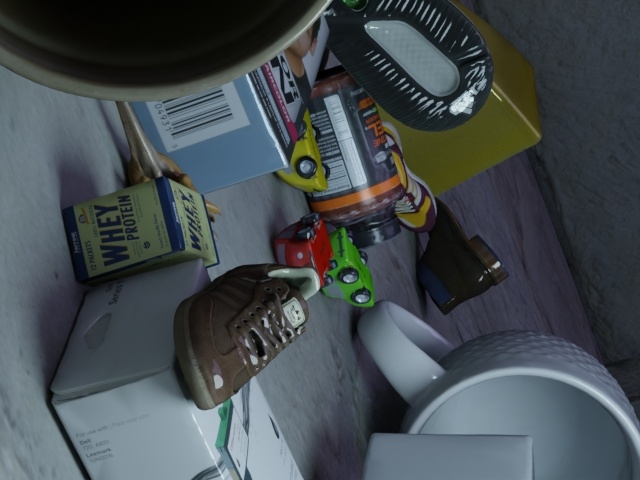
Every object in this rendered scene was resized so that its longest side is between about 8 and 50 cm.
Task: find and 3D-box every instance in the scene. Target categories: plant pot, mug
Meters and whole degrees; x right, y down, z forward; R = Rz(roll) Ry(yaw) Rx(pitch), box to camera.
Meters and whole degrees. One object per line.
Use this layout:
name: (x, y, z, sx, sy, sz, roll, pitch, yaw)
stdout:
plant pot: (0.168, -0.214, 2.651, 0.187, 0.212, 0.212, 53, 22, -27)
plant pot: (-0.139, -0.282, 1.303, 0.280, 0.323, 0.323, -120, -172, -71)
mug: (0.190, 0.204, 2.144, 0.374, 0.276, 0.328, 41, 11, -3)

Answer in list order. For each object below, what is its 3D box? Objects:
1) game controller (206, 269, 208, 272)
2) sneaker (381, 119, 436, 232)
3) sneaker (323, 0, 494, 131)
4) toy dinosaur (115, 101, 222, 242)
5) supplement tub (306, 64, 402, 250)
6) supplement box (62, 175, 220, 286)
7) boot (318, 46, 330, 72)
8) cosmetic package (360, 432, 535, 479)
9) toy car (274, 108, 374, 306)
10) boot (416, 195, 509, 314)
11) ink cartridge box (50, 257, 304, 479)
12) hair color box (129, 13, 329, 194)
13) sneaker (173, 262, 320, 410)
game controller: (-0.067, 0.157, 1.535, 0.166, 0.067, 0.319, -113, 180, -61)
sneaker: (0.094, -0.064, 2.449, 0.185, 0.069, 0.084, 57, 29, -33)
sneaker: (0.002, -0.301, 2.034, 0.447, 0.169, 0.257, 49, 6, -5)
toy dinosaur: (-0.136, -0.056, 1.516, 0.112, 0.064, 0.211, 51, -13, 48)
supplement tub: (0.027, -0.090, 2.092, 0.106, 0.106, 0.198, -55, 128, -74)
supplement box: (-0.130, -0.003, 1.378, 0.083, 0.083, 0.056, 26, 47, -71)
boot: (-0.031, -0.301, 2.187, 0.165, 0.077, 0.213, -67, 140, -66)
cosmetic package: (0.105, 0.364, 1.625, 0.453, 0.161, 0.230, -73, 161, -68)
toy car: (0.000, 0.000, 1.987, 0.225, 0.053, 0.239, 59, 20, -48)
boot: (0.158, 0.015, 2.614, 0.219, 0.106, 0.082, 45, -9, 49)
ink cartridge box: (-0.092, 0.146, 1.329, 0.160, 0.093, 0.219, -82, 153, -62)
hair color box: (-0.090, -0.199, 1.724, 0.374, 0.114, 0.185, -78, 148, -65)
sneaker: (-0.047, 0.053, 1.271, 0.188, 0.071, 0.066, -69, 139, -70)
